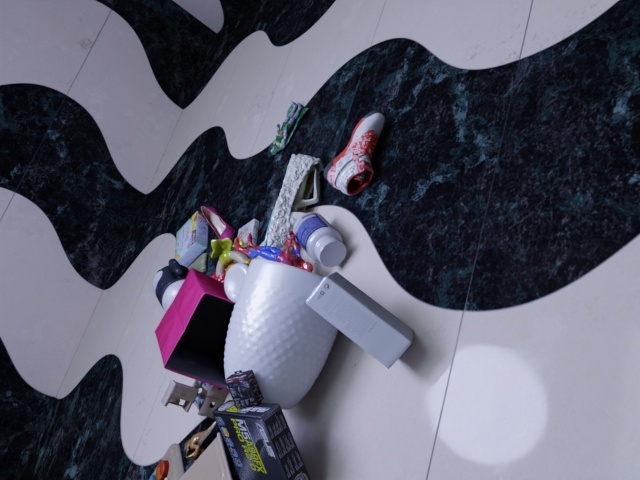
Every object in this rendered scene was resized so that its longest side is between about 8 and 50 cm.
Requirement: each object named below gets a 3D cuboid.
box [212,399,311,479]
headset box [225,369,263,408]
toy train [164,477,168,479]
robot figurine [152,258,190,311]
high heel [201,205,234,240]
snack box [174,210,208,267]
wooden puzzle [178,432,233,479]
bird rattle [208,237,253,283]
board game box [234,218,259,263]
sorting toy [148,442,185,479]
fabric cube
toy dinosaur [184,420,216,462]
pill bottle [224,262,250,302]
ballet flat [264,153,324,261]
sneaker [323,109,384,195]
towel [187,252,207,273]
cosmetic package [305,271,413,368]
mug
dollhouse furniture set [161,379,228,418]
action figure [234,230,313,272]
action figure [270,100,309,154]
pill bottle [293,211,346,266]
[{"bbox_3d":[-0.129,0.510,1.210,0.216,0.060,0.270,-15,99,48],"label":"box"},{"bbox_3d":[-0.177,0.339,1.195,0.062,0.083,0.032,-19,4,22],"label":"headset box"},{"bbox_3d":[-0.482,0.792,1.569,0.166,0.046,0.125,-26,63,30],"label":"toy train"},{"bbox_3d":[-0.570,0.200,2.084,0.173,0.209,0.278,-48,38,-5],"label":"robot figurine"},{"bbox_3d":[-0.431,-0.065,2.148,0.082,0.117,0.244,-49,35,17],"label":"high heel"},{"bbox_3d":[-0.587,-0.003,2.354,0.174,0.070,0.207,-40,37,28],"label":"snack box"},{"bbox_3d":[-0.323,0.713,1.482,0.238,0.044,0.221,-53,34,11],"label":"wooden puzzle"},{"bbox_3d":[-0.332,0.119,1.861,0.207,0.143,0.253,21,96,35],"label":"bird rattle"},{"bbox_3d":[-0.283,0.004,1.981,0.103,0.026,0.154,-30,44,38],"label":"board game box"},{"bbox_3d":[-0.501,0.832,1.635,0.229,0.041,0.307,-54,33,10],"label":"sorting toy"},{"bbox_3d":[-0.335,0.274,1.623,0.259,0.254,0.258,-61,26,1],"label":"fabric cube"},{"bbox_3d":[-0.377,0.622,1.609,0.211,0.064,0.112,-41,37,27],"label":"toy dinosaur"},{"bbox_3d":[-0.174,0.132,1.554,0.117,0.215,0.117,-6,80,38],"label":"pill bottle"},{"bbox_3d":[-0.078,-0.117,1.716,0.147,0.147,0.409,-14,56,48],"label":"ballet flat"},{"bbox_3d":[0.135,-0.259,1.572,0.270,0.090,0.145,-50,44,7],"label":"sneaker"},{"bbox_3d":[-0.532,0.127,2.223,0.148,0.027,0.110,-41,37,29],"label":"towel"},{"bbox_3d":[0.090,0.172,1.155,0.085,0.231,0.117,-53,-9,10],"label":"cosmetic package"},{"bbox_3d":[-0.109,0.255,1.379,0.374,0.276,0.328,126,163,-77],"label":"mug"},{"bbox_3d":[-0.406,0.465,1.653,0.129,0.184,0.129,15,78,56],"label":"dollhouse furniture set"},{"bbox_3d":[-0.132,0.012,1.544,0.280,0.091,0.139,23,118,31],"label":"action figure"},{"bbox_3d":[-0.141,-0.452,2.110,0.137,0.063,0.232,29,93,54],"label":"action figure"},{"bbox_3d":[0.000,0.000,1.526,0.112,0.112,0.186,-55,33,9],"label":"pill bottle"}]
